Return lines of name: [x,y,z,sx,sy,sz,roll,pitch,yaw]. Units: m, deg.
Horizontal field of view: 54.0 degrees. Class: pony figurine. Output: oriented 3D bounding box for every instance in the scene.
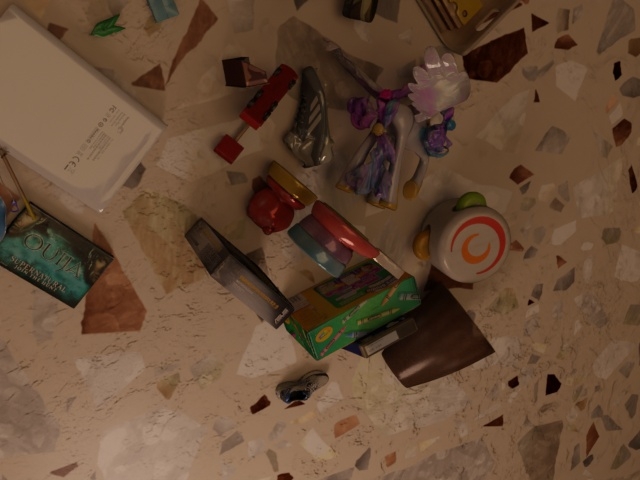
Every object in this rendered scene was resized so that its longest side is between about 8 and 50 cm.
pony figurine: [0.161,-0.254,1.315,0.351,0.302,0.364,16,96,-62]

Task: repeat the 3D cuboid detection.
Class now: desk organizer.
desk organizer: [-0.144,-0.319,1.189,0.047,0.130,0.050,-16,111,-21]

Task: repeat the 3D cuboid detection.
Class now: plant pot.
plant pot: [0.273,0.255,1.562,0.230,0.215,0.215,-37,120,5]

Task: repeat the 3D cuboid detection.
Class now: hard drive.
hard drive: [-0.463,-0.222,1.110,0.318,0.040,0.210,39,87,-31]

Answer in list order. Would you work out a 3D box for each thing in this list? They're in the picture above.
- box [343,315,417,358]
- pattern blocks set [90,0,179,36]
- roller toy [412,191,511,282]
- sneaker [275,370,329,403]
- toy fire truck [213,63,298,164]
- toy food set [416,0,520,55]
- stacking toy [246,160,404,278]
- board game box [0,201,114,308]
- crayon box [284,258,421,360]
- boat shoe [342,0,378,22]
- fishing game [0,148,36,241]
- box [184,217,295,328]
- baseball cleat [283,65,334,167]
box: [0.112,0.211,1.446,0.136,0.225,0.037,-26,96,-18]
pattern blocks set: [-0.377,-0.520,1.066,0.285,0.026,0.325,-18,113,-21]
roller toy: [0.347,-0.001,1.531,0.191,0.146,0.209,39,92,-22]
sneaker: [-0.035,0.358,1.504,0.135,0.058,0.052,-19,114,-21]
toy fire truck: [-0.127,-0.248,1.236,0.047,0.135,0.192,38,69,-11]
toy food set: [0.305,-0.588,1.353,0.220,0.092,0.306,-46,120,-7]
stacking toy: [0.000,0.000,1.289,0.130,0.309,0.279,-49,131,4]
board game box: [-0.503,0.030,1.179,0.186,0.026,0.126,40,87,-31]
crayon box: [0.064,0.144,1.423,0.278,0.165,0.081,-25,115,-17]
boat shoe: [0.088,-0.555,1.263,0.073,0.080,0.224,9,93,9]
fishing game: [-0.635,-0.041,1.066,0.263,0.041,0.189,-17,113,-13]
box: [-0.164,0.060,1.243,0.056,0.231,0.183,-47,120,-2]
baseball cleat: [-0.031,-0.250,1.304,0.109,0.072,0.206,-18,110,-14]
